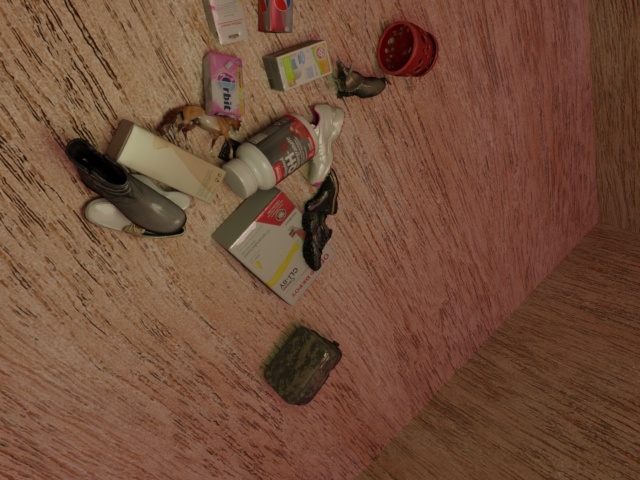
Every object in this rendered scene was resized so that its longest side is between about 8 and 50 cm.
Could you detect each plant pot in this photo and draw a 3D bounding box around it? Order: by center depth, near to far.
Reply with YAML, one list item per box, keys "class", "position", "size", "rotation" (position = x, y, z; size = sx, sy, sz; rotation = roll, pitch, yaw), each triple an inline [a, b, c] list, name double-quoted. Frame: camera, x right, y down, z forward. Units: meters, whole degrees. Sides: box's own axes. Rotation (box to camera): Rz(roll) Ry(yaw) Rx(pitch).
- class: "plant pot"
  position: [0.340, -0.716, 1.768]
  size: [0.174, 0.191, 0.191]
  rotation: [-3, 110, -41]

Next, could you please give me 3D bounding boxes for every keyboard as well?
- class: "keyboard"
  position: [-0.269, -0.273, 1.614]
  size: [0.180, 0.023, 0.108]
  rotation: [23, 95, -39]

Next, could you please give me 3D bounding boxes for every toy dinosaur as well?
- class: "toy dinosaur"
  position: [0.158, -0.567, 1.713]
  size: [0.313, 0.160, 0.121]
  rotation: [4, 107, -36]

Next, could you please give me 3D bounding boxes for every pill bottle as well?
- class: "pill bottle"
  position: [-0.171, -0.280, 1.561]
  size: [0.318, 0.176, 0.176]
  rotation: [-41, 128, -24]

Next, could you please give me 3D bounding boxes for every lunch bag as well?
- class: "lunch bag"
  position: [-0.056, 0.546, 1.988]
  size: [0.305, 0.212, 0.256]
  rotation: [-54, 146, -2]

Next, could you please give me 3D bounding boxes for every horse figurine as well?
- class: "horse figurine"
  position: [-0.368, -0.354, 1.455]
  size: [0.263, 0.066, 0.174]
  rotation: [13, 66, -28]

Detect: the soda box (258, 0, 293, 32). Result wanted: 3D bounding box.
- class: "soda box"
  position: [-0.140, -0.791, 1.447]
  size: [0.083, 0.092, 0.263]
  rotation: [-12, 115, -31]

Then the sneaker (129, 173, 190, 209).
- class: "sneaker"
  position: [-0.518, -0.139, 1.457]
  size: [0.212, 0.094, 0.080]
  rotation: [23, 77, -16]

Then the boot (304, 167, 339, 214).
- class: "boot"
  position: [-0.002, -0.179, 1.817]
  size: [0.137, 0.077, 0.198]
  rotation: [-16, 116, -25]

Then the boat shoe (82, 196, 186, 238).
- class: "boat shoe"
  position: [-0.562, -0.069, 1.431]
  size: [0.302, 0.103, 0.113]
  rotation: [6, 104, -37]

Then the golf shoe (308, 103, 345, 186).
- class: "golf shoe"
  position: [-0.013, -0.357, 1.723]
  size: [0.140, 0.115, 0.306]
  rotation: [13, 95, -28]

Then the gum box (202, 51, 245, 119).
- class: "gum box"
  position: [-0.300, -0.472, 1.441]
  size: [0.107, 0.062, 0.188]
  rotation: [-3, 88, -35]

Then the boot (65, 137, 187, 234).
- class: "boot"
  position: [-0.528, -0.132, 1.274]
  size: [0.338, 0.222, 0.118]
  rotation: [28, 75, -13]

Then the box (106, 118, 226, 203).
- class: "box"
  position: [-0.464, -0.235, 1.409]
  size: [0.311, 0.148, 0.121]
  rotation: [26, 91, -41]

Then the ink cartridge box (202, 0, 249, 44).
- class: "ink cartridge box"
  position: [-0.290, -0.693, 1.398]
  size: [0.104, 0.061, 0.181]
  rotation: [-25, 121, -25]

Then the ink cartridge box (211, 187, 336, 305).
- class: "ink cartridge box"
  position: [-0.159, 0.019, 1.723]
  size: [0.279, 0.160, 0.385]
  rotation: [-50, 129, -10]

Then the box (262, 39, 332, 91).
- class: "box"
  position: [-0.076, -0.594, 1.568]
  size: [0.203, 0.103, 0.114]
  rotation: [-29, 124, -23]

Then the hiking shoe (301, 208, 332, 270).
- class: "hiking shoe"
  position: [0.000, 0.000, 1.675]
  size: [0.114, 0.086, 0.227]
  rotation: [-13, 112, -31]
